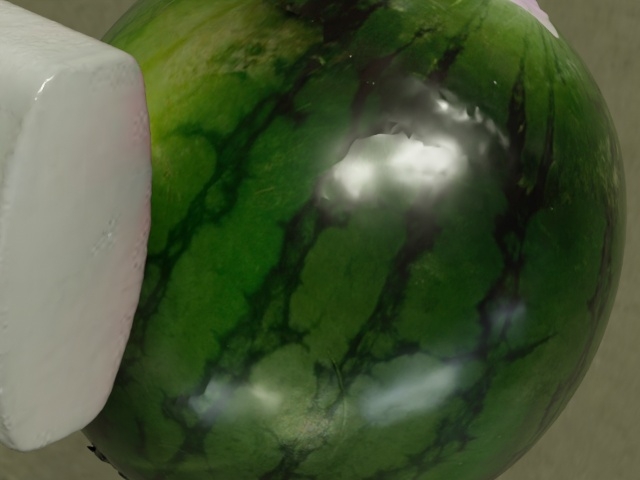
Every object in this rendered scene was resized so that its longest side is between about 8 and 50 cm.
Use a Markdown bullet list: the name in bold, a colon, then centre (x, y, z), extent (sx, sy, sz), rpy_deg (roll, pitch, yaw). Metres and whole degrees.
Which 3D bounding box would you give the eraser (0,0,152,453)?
- **eraser**: centre (-0.200, -0.039, 0.830), extent (0.270, 0.095, 0.174), rpy_deg (24, 120, 30)

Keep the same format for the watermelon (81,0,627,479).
- **watermelon**: centre (0.000, 0.000, 1.066), extent (0.363, 0.363, 0.363), rpy_deg (-1, 75, 4)
